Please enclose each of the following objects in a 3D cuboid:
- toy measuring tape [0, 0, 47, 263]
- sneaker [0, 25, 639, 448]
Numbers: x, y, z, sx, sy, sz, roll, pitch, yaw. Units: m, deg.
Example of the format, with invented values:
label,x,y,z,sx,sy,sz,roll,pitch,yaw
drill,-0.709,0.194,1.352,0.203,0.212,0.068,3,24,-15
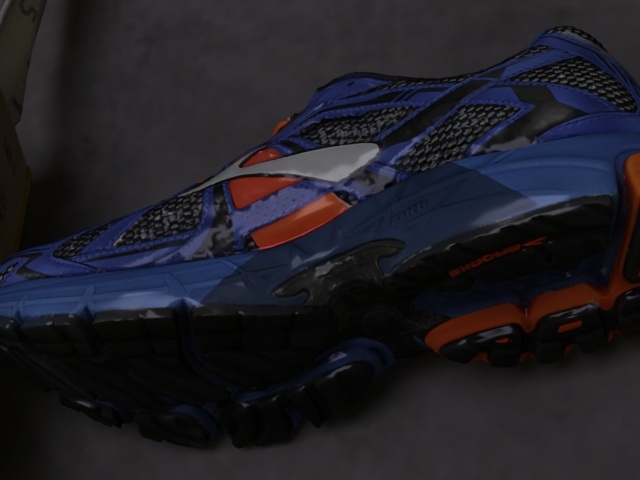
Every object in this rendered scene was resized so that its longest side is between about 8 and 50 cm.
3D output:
label,x,y,z,sx,sy,sz,roll,pitch,yaw
toy measuring tape,-0.158,-0.030,0.494,0.121,0.121,0.330,-8,59,24
sneaker,0.000,0.000,0.432,0.221,0.083,0.087,-13,50,15
